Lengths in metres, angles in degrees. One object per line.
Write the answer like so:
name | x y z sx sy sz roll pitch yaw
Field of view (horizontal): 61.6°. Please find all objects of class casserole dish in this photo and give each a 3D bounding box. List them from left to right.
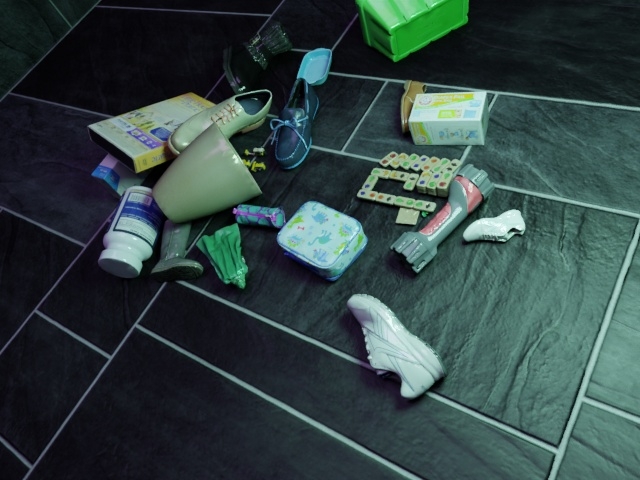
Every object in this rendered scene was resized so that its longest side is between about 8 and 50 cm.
casserole dish | -0.017 -0.619 1.936 0.114 0.037 0.188 -1 56 23

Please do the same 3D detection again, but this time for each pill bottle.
pill bottle | -0.586 -0.026 1.683 0.153 0.153 0.265 -2 56 22

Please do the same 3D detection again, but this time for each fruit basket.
fruit basket | 0.280 -0.852 1.812 0.392 0.283 0.392 -5 69 12

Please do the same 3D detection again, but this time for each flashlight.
flashlight | 0.305 -0.060 1.367 0.304 0.103 0.103 -43 25 -8

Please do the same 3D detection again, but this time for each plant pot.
plant pot | -0.360 -0.175 1.628 0.274 0.256 0.256 -34 51 -1

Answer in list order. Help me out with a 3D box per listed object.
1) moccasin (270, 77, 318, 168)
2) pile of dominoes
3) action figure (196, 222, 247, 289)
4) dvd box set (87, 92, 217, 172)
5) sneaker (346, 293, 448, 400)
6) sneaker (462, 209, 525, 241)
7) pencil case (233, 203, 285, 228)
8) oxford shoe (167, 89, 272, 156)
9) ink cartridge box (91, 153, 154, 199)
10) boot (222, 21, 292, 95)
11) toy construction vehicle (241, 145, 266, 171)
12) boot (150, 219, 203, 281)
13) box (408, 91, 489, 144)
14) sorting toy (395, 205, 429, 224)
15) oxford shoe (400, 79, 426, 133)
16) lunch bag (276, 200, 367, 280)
moccasin | -0.098 -0.389 1.756 0.137 0.117 0.342 -6 55 19
pile of dominoes | 0.248 -0.181 1.504 0.251 0.040 0.196 14 59 30
action figure | -0.264 0.057 1.545 0.137 0.063 0.232 -31 47 -2
dvd box set | -0.534 -0.386 1.855 0.307 0.062 0.420 32 48 32
sneaker | 0.147 0.233 1.224 0.129 0.111 0.297 -44 51 -3
sneaker | 0.426 -0.025 1.318 0.152 0.054 0.061 -19 54 9
pencil case | -0.180 -0.073 1.598 0.151 0.070 0.065 6 84 28
oxford shoe | -0.323 -0.398 1.747 0.397 0.146 0.140 -40 90 -34
ink cartridge box | -0.680 -0.272 1.909 0.078 0.134 0.231 17 65 32
boot | -0.224 -0.670 2.000 0.260 0.131 0.348 -20 51 9
toy construction vehicle | -0.217 -0.266 1.779 0.098 0.035 0.086 2 68 27
boot | -0.423 0.019 1.645 0.189 0.076 0.209 -4 49 18
box | 0.368 -0.347 1.537 0.203 0.103 0.114 5 59 26
sorting toy | 0.250 -0.066 1.448 0.083 0.012 0.062 7 58 29
oxford shoe | 0.285 -0.413 1.643 0.076 0.076 0.212 8 60 15
lunch bag | 0.000 0.000 1.457 0.219 0.090 0.176 27 69 35
